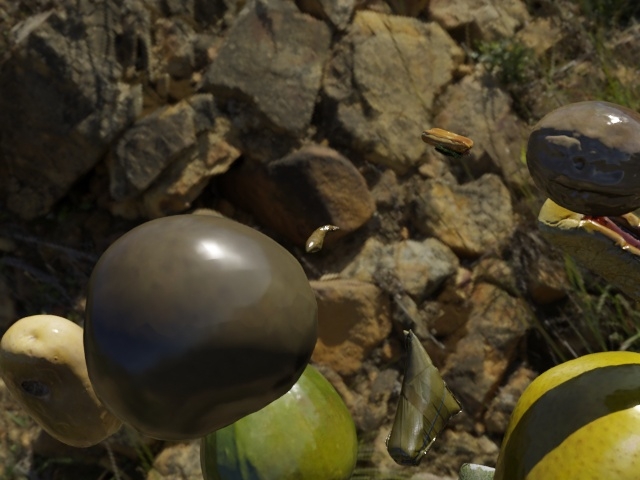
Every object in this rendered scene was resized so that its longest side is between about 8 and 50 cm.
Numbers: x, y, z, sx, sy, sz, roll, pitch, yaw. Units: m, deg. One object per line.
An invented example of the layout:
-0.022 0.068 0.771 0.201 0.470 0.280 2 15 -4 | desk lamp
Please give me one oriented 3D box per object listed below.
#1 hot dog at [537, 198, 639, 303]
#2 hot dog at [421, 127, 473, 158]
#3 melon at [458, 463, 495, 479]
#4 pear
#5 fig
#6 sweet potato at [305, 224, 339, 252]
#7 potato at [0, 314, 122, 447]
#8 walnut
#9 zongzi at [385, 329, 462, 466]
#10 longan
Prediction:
0.409 0.013 1.005 0.084 0.243 0.073 -50 -7 -27 | hot dog
0.263 -0.201 1.567 0.056 0.041 0.133 -15 30 -37 | hot dog
0.401 0.635 1.926 0.202 0.093 0.139 -59 37 17 | melon
0.451 0.342 1.117 0.419 0.362 0.362 -20 9 -29 | pear
-0.088 0.348 1.381 0.316 0.316 0.316 -36 21 16 | fig
-0.005 -0.003 1.729 0.153 0.041 0.038 -43 -30 -56 | sweet potato
-0.385 0.207 1.125 0.150 0.233 0.146 -26 26 -7 | potato
0.331 -0.099 0.912 0.162 0.140 0.140 12 46 18 | walnut
0.237 0.431 2.028 0.123 0.289 0.260 -5 31 50 | zongzi
-0.124 0.087 0.785 0.246 0.246 0.215 -29 12 31 | longan
